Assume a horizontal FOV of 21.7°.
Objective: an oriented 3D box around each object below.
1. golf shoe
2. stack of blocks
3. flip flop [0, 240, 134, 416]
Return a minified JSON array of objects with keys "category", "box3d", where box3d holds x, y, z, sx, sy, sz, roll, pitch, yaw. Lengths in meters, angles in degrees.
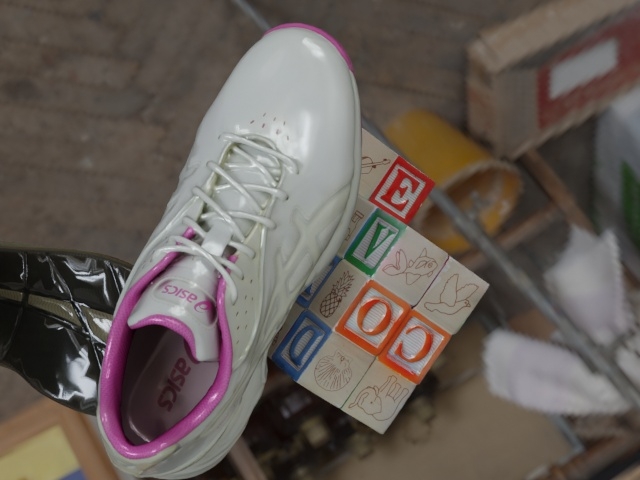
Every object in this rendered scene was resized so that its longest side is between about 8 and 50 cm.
[{"category":"golf shoe","box3d":[-0.055,0.009,1.029,0.140,0.115,0.306,15,95,-84]},{"category":"stack of blocks","box3d":[0.000,0.000,1.238,0.087,0.297,0.171,34,91,-31]},{"category":"flip flop","box3d":[-0.207,0.055,1.201,0.080,0.277,0.112,0,99,-72]}]
